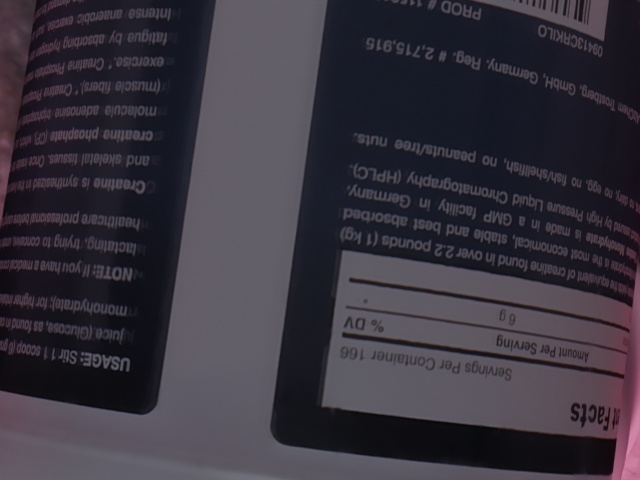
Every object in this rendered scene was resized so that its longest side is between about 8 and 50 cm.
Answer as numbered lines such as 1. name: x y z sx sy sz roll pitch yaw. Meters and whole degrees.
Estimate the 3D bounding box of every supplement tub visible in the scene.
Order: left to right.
1. supplement tub: 0.000 0.000 0.439 0.191 0.191 0.272 8 85 -1

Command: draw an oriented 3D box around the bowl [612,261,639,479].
1. bowl: 0.004 0.093 0.622 0.298 0.134 0.297 2 125 3
